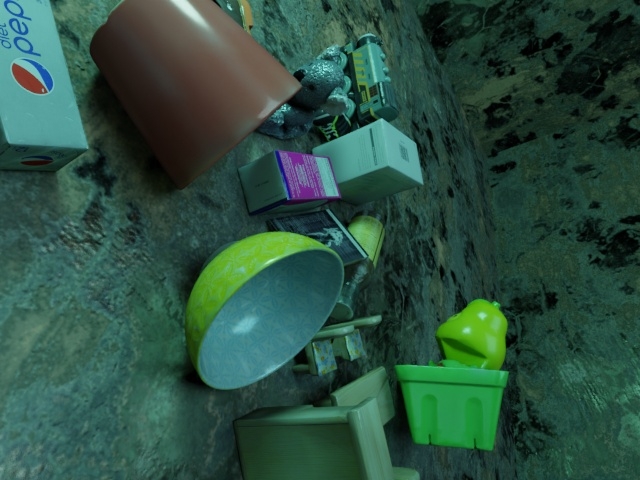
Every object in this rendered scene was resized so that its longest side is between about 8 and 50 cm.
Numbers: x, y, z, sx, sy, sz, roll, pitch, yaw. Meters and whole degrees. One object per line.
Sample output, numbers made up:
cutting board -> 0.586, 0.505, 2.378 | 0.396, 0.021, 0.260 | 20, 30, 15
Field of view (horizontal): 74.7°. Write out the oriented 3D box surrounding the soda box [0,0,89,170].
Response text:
soda box -> -0.398, -0.237, 0.532 | 0.098, 0.091, 0.286 | -14, 87, -58

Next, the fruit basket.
fruit basket -> 0.336, 0.323, 1.075 | 0.392, 0.283, 0.391 | 0, 90, -79

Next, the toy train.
toy train -> 0.138, -0.501, 1.355 | 0.142, 0.190, 0.333 | 15, 64, -53

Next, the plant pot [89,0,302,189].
plant pot -> -0.210, -0.260, 0.690 | 0.243, 0.275, 0.275 | 50, 39, -17

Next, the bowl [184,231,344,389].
bowl -> -0.115, 0.088, 0.709 | 0.156, 0.289, 0.289 | 40, 18, 31

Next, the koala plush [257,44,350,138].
koala plush -> -0.033, -0.360, 1.008 | 0.203, 0.221, 0.196 | 12, 65, -54

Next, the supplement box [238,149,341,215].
supplement box -> -0.063, -0.128, 0.958 | 0.220, 0.111, 0.113 | -8, 82, -58

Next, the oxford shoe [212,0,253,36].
oxford shoe -> -0.198, -0.426, 0.935 | 0.098, 0.097, 0.271 | -3, 70, -39

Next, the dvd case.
dvd case -> 0.000, 0.000, 0.986 | 0.221, 0.018, 0.164 | -15, 60, -48

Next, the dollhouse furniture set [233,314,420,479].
dollhouse furniture set -> 0.075, 0.349, 0.806 | 0.394, 0.257, 0.361 | 0, 76, -56

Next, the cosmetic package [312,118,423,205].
cosmetic package -> 0.135, -0.206, 1.181 | 0.224, 0.225, 0.138 | 10, 70, -54

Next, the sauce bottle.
sauce bottle -> 0.091, 0.056, 1.100 | 0.111, 0.111, 0.344 | 55, 36, -25

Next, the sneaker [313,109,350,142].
sneaker -> 0.043, -0.323, 1.216 | 0.235, 0.084, 0.097 | -13, 95, -65
